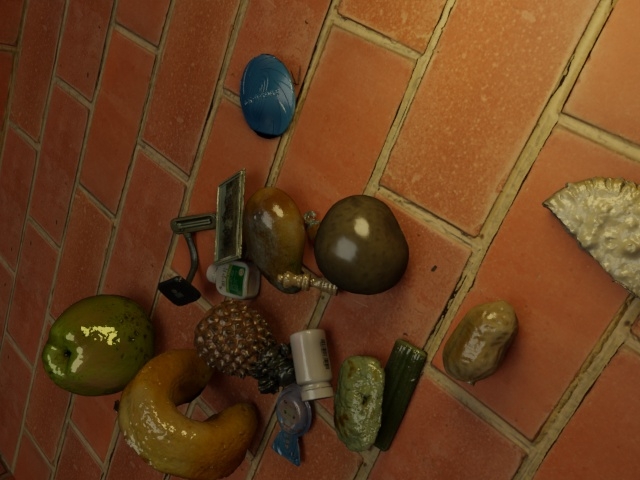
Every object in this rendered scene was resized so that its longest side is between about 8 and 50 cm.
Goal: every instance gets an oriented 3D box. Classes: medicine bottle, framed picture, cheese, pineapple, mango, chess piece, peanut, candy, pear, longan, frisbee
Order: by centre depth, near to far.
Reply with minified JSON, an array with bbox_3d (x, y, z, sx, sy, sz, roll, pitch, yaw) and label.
[{"bbox_3d":[0.357,0.229,1.355,0.129,0.129,0.224,37,119,31],"label":"peanut"},{"bbox_3d":[0.102,0.018,1.496,0.245,0.215,0.246,5,112,12],"label":"longan"},{"bbox_3d":[-0.034,0.113,1.659,0.171,0.060,0.060,7,100,6],"label":"chess piece"},{"bbox_3d":[-0.022,0.344,1.672,0.102,0.102,0.187,-25,68,38],"label":"medicine bottle"},{"bbox_3d":[0.000,0.000,1.678,0.053,0.046,0.182,-33,69,40],"label":"candy"},{"bbox_3d":[-0.124,0.002,1.725,0.192,0.146,0.317,-1,109,41],"label":"mango"},{"bbox_3d":[-0.166,-0.414,1.750,0.242,0.045,0.242,17,115,43],"label":"frisbee"},{"bbox_3d":[-0.189,0.338,1.776,0.357,0.223,0.223,32,114,22],"label":"pineapple"},{"bbox_3d":[-0.086,0.539,1.795,0.135,0.052,0.245,21,107,36],"label":"cheese"},{"bbox_3d":[-0.279,-0.066,1.835,0.217,0.017,0.275,-20,67,59],"label":"framed picture"},{"bbox_3d":[-0.273,0.116,1.898,0.183,0.069,0.119,11,97,40],"label":"medicine bottle"},{"bbox_3d":[-0.793,0.381,2.159,0.391,0.391,0.391,5,97,39],"label":"pear"}]

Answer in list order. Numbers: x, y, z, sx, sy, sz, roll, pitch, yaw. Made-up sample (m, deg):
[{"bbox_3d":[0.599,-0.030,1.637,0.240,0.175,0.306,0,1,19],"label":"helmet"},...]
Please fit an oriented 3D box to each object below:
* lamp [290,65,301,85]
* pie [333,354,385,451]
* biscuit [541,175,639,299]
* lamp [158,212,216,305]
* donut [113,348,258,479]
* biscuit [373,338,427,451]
[{"bbox_3d":[-0.109,-0.470,1.731,0.121,0.041,0.054,12,110,41],"label":"lamp"},{"bbox_3d":[0.090,0.423,1.587,0.201,0.089,0.248,-6,77,64],"label":"pie"},{"bbox_3d":[0.575,-0.028,1.178,0.281,0.084,0.179,48,122,26],"label":"biscuit"},{"bbox_3d":[-0.407,0.055,1.968,0.203,0.124,0.283,-18,54,33],"label":"lamp"},{"bbox_3d":[-0.406,0.525,1.860,0.435,0.377,0.163,48,121,20],"label":"donut"},{"bbox_3d":[0.182,0.407,1.574,0.099,0.038,0.323,30,112,30],"label":"biscuit"}]
